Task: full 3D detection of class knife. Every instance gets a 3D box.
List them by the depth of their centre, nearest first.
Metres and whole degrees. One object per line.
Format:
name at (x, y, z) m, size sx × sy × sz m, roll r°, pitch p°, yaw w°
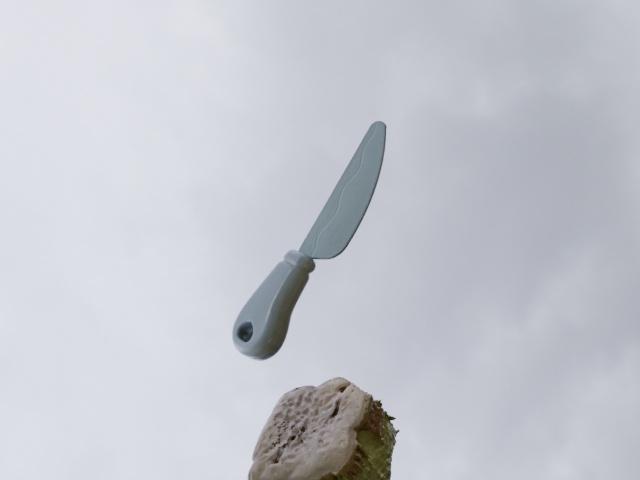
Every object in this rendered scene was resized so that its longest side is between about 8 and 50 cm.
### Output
knife at (0.001, 0.001, 1.013) m, size 0.044 × 0.080 × 0.331 m, roll 34°, pitch -91°, yaw -43°

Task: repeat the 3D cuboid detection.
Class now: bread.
bread at (0.006, 0.187, 0.753) m, size 0.069 × 0.127 × 0.140 m, roll 58°, pitch -153°, yaw -21°
